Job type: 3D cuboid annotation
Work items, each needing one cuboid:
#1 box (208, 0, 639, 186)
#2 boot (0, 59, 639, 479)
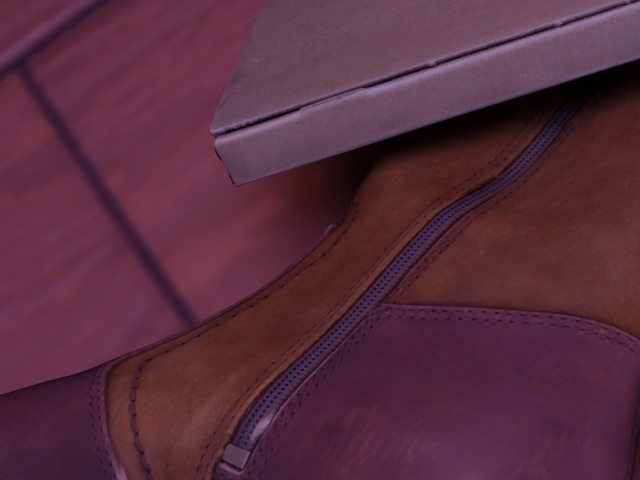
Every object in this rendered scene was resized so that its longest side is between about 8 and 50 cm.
[{"bbox_3d":[0.074,-0.094,0.559,0.201,0.021,0.164,-17,30,23],"label":"box"},{"bbox_3d":[0.000,0.000,0.544,0.264,0.096,0.280,0,50,46],"label":"boot"}]
